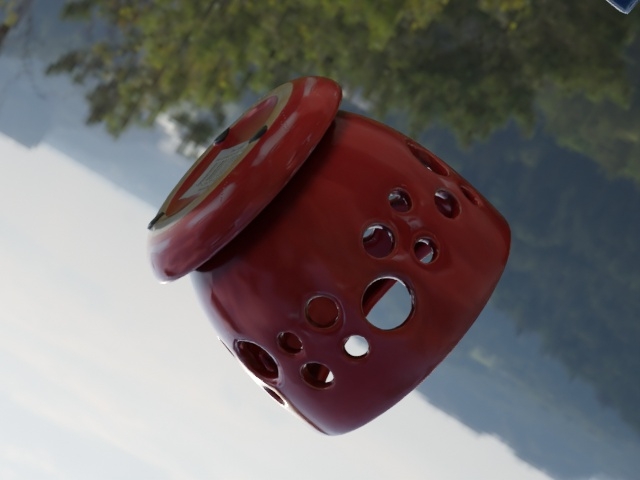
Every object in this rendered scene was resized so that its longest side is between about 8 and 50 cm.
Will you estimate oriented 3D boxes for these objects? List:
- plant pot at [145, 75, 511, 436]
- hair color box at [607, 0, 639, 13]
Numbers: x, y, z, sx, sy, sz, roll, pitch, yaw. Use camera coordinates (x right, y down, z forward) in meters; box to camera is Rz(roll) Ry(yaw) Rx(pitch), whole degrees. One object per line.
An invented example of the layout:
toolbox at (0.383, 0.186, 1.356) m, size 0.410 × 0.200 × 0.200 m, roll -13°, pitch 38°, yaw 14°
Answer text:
plant pot at (0.000, 0.000, 0.936) m, size 0.174 × 0.191 × 0.191 m, roll 44°, pitch 176°, yaw -14°
hair color box at (0.069, -0.288, 0.786) m, size 0.347 × 0.105 × 0.174 m, roll 38°, pitch -151°, yaw -5°
